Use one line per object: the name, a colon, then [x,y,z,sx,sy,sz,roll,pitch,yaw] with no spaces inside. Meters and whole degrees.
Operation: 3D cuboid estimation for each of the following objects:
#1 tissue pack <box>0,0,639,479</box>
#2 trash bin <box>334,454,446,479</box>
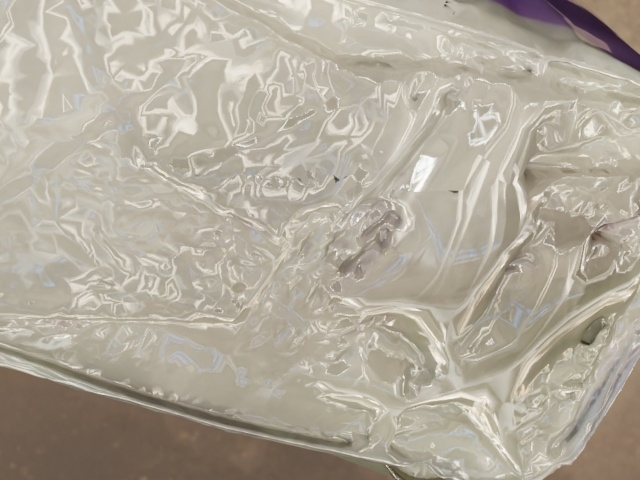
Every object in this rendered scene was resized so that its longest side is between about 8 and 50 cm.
tissue pack: [-0.038,-0.085,0.481,0.242,0.338,0.160,16,115,-29]
trash bin: [-0.055,0.001,1.012,0.280,0.432,0.280,-24,123,-45]
